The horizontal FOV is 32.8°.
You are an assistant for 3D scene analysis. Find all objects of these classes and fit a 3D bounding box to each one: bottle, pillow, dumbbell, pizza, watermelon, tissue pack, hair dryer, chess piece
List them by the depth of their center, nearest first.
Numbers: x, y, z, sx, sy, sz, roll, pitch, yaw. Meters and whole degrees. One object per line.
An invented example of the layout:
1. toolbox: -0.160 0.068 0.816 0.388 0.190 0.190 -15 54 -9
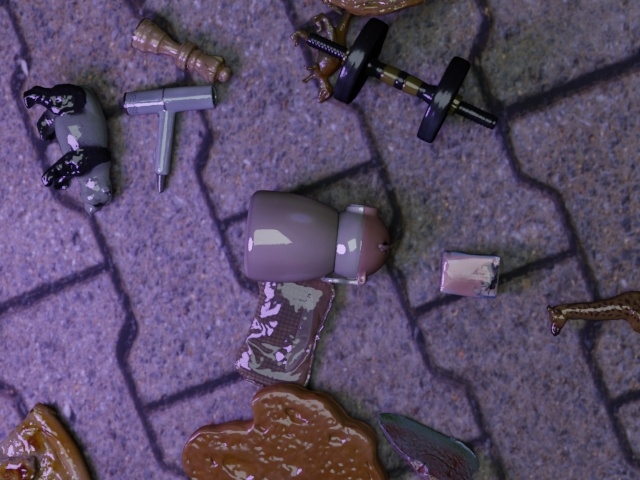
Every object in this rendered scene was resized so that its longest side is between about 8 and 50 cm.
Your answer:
1. dumbbell: 0.128 -0.252 1.710 0.326 0.143 0.143 26 97 5
2. bottle: 0.000 0.000 1.752 0.237 0.147 0.147 5 95 0
3. tissue pack: 0.241 0.054 1.758 0.095 0.059 0.074 4 97 8
4. watermelon: 0.166 0.349 1.779 0.180 0.094 0.081 31 101 20
5. chess piece: -0.227 -0.308 1.805 0.172 0.060 0.060 27 97 3
6. pillow: -0.060 0.151 1.822 0.135 0.034 0.211 16 98 5
7. hair dryer: -0.245 -0.166 1.828 0.155 0.044 0.183 -4 98 10
8. pizza: -0.501 0.453 1.883 0.223 0.089 0.323 -18 91 6

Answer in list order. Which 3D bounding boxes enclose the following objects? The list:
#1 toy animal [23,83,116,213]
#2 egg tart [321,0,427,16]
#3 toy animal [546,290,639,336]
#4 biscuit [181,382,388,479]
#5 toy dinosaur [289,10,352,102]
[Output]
1. toy animal: -0.412 -0.155 1.828 0.121 0.094 0.225 -13 91 0
2. egg tart: 0.090 -0.503 1.713 0.315 0.120 0.314 0 93 7
3. toy animal: 0.502 0.131 1.728 0.276 0.054 0.149 24 100 3
4. biscuit: -0.050 0.400 1.821 0.351 0.057 0.312 39 100 0
5. toy dinosaur: 0.029 -0.317 1.779 0.162 0.039 0.126 -32 99 4
